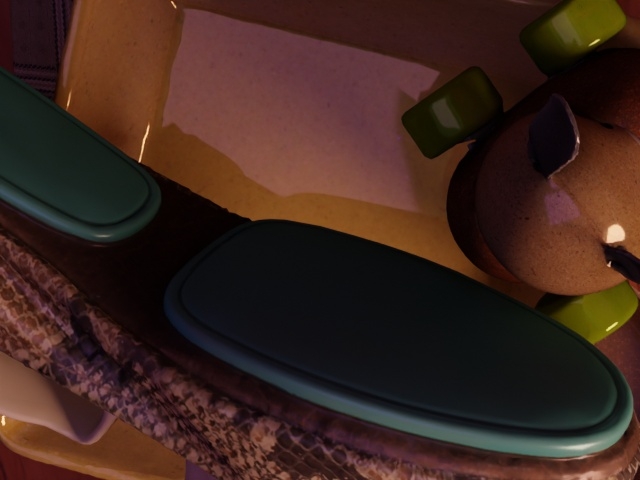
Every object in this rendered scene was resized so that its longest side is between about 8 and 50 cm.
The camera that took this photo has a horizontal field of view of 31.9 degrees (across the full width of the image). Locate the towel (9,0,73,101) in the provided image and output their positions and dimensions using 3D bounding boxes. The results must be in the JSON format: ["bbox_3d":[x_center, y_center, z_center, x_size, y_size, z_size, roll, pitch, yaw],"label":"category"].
[{"bbox_3d":[-0.081,-0.115,0.783,0.312,0.056,0.324,7,107,26],"label":"towel"}]

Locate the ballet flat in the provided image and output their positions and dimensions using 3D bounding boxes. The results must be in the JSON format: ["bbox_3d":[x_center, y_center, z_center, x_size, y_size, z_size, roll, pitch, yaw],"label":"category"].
[{"bbox_3d":[-0.088,0.044,0.577,0.483,0.164,0.182,25,121,13],"label":"ballet flat"}]

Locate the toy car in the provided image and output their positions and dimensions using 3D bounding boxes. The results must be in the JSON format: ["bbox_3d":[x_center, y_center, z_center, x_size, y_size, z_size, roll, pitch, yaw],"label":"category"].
[{"bbox_3d":[0.128,-0.029,0.520,0.149,0.188,0.155,-35,92,9],"label":"toy car"}]

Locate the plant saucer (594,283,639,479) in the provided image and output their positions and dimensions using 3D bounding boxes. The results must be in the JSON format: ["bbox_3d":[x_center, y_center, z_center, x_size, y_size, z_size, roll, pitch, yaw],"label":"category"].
[{"bbox_3d":[0.144,0.100,0.729,0.198,0.036,0.198,6,104,24],"label":"plant saucer"}]

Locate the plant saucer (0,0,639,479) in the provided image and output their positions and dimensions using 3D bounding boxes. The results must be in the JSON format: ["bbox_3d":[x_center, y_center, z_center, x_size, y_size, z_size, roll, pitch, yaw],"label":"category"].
[{"bbox_3d":[0.000,0.000,0.672,0.333,0.081,0.333,15,98,5],"label":"plant saucer"}]
